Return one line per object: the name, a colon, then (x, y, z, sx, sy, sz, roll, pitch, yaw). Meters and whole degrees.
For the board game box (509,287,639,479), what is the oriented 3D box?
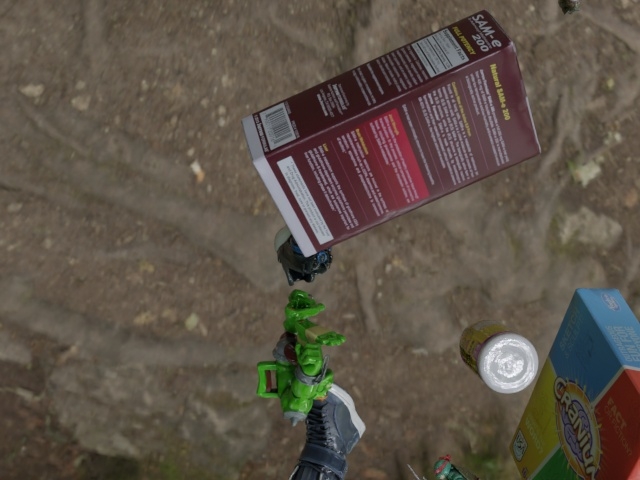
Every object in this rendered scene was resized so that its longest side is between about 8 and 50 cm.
board game box: (0.359, 0.258, 1.166, 0.064, 0.242, 0.316, 2, 126, -13)

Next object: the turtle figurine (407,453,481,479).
turtle figurine: (0.293, 0.539, 1.859, 0.234, 0.175, 0.118, 43, 90, 2)

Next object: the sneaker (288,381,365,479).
sneaker: (-0.006, 0.336, 1.512, 0.086, 0.163, 0.226, 11, 147, 36)

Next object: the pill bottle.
pill bottle: (0.128, 0.082, 0.655, 0.043, 0.083, 0.043, 0, 95, -4)

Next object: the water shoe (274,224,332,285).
water shoe: (0.000, 0.000, 1.112, 0.073, 0.080, 0.203, -11, 165, -20)

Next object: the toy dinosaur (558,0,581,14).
toy dinosaur: (0.366, -0.424, 1.287, 0.064, 0.268, 0.118, -10, 123, 39)

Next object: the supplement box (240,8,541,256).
supplement box: (0.065, -0.094, 0.798, 0.239, 0.073, 0.130, -23, 132, 5)

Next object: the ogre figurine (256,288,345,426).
ogre figurine: (-0.028, 0.147, 1.115, 0.097, 0.197, 0.118, 4, 111, -30)
